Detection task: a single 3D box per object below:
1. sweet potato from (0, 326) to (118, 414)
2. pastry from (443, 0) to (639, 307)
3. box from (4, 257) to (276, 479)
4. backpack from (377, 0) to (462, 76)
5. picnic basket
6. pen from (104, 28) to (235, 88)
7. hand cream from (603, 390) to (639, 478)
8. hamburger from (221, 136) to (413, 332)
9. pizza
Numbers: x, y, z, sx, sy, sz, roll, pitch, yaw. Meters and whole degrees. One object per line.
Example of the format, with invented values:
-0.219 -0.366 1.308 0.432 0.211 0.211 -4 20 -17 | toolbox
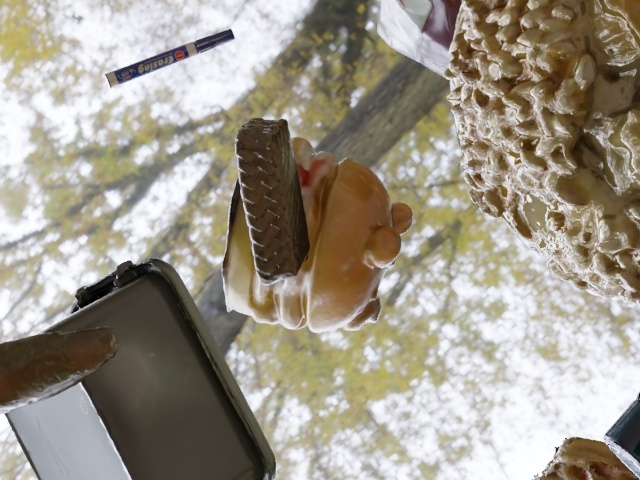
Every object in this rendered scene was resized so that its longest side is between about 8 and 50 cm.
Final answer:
-0.265 0.101 0.809 0.233 0.081 0.062 -6 -104 -18 | sweet potato
0.214 -0.088 0.612 0.255 0.310 0.162 61 -155 -6 | pastry
-0.167 0.154 0.956 0.135 0.163 0.243 -30 -87 -49 | box
0.229 -0.310 1.521 0.317 0.197 0.283 34 176 11 | backpack
-0.054 -0.048 1.332 0.110 0.054 0.193 -63 -33 -67 | picnic basket
-0.226 -0.274 1.674 0.204 0.025 0.025 -22 -112 -5 | pen
0.362 0.102 0.945 0.120 0.270 0.061 43 172 25 | hand cream
0.000 0.000 1.539 0.236 0.276 0.276 10 -136 7 | hamburger
0.289 0.314 1.224 0.147 0.226 0.069 34 -158 3 | pizza
